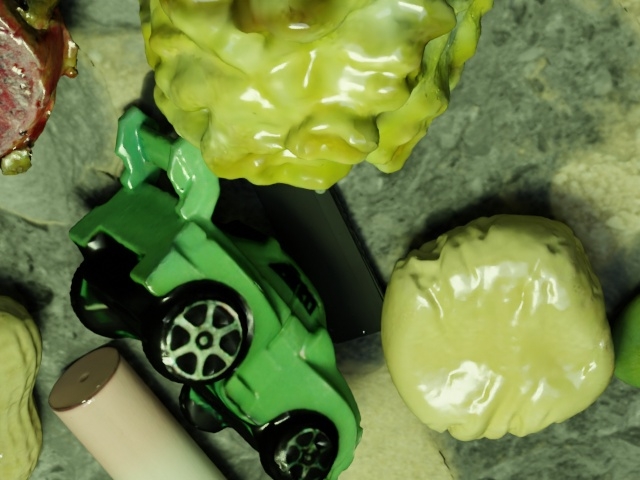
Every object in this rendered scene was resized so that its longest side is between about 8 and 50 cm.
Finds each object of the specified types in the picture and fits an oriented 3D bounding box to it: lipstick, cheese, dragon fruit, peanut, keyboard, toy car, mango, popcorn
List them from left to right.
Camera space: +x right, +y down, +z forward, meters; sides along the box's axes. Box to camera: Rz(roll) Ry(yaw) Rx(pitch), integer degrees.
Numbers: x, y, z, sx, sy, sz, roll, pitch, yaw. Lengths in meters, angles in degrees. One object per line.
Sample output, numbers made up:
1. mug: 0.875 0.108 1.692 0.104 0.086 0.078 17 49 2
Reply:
1. dragon fruit: -0.312 -0.192 1.532 0.211 0.147 0.282 -21 121 26
2. peanut: -0.331 0.162 1.769 0.123 0.123 0.256 6 127 -2
3. lipstick: -0.142 0.250 1.830 0.087 0.087 0.327 -27 118 18
4. toy car: -0.090 0.066 1.653 0.176 0.213 0.358 -48 118 -11
5. popcorn: -0.009 -0.184 1.440 0.312 0.312 0.312 1 123 1
6. keyboard: 0.000 -0.001 1.705 0.072 0.023 0.231 -16 121 17
7. cheese: 0.163 0.081 1.696 0.214 0.117 0.226 -17 118 10
8. mango: 0.361 0.085 1.713 0.195 0.092 0.130 -26 121 27
